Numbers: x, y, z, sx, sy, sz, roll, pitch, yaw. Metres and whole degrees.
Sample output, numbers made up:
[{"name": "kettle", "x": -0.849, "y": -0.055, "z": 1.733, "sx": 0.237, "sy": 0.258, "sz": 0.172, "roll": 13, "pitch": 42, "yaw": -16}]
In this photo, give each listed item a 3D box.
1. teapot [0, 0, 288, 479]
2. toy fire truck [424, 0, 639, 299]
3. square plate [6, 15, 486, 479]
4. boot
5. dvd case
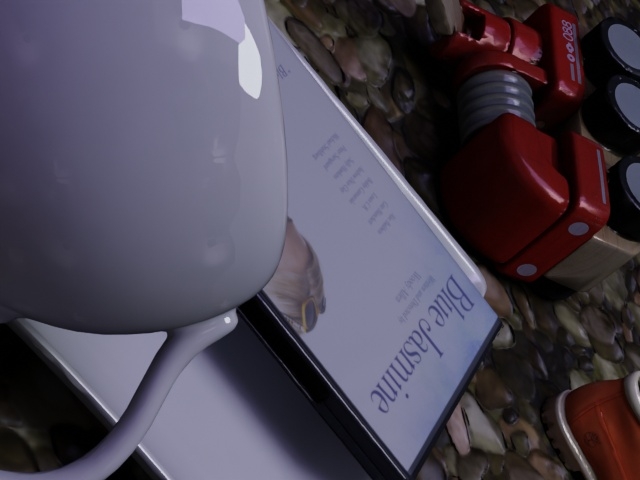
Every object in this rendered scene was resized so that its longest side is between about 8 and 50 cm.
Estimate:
[{"name": "teapot", "x": -0.129, "y": -0.063, "z": 0.682, "sx": 0.187, "sy": 0.252, "sz": 0.256, "roll": -12, "pitch": 46, "yaw": -13}, {"name": "toy fire truck", "x": 0.133, "y": -0.106, "z": 1.157, "sx": 0.246, "sy": 0.158, "sz": 0.217, "roll": 22, "pitch": 48, "yaw": -24}, {"name": "square plate", "x": -0.063, "y": 0.000, "z": 0.907, "sx": 0.344, "sy": 0.049, "sz": 0.347, "roll": 49, "pitch": 36, "yaw": -14}, {"name": "boot", "x": 0.229, "y": 0.163, "z": 1.111, "sx": 0.158, "sy": 0.085, "sz": 0.059, "roll": 56, "pitch": 33, "yaw": -6}, {"name": "dvd case", "x": 0.000, "y": 0.000, "z": 0.922, "sx": 0.253, "sy": 0.022, "sz": 0.180, "roll": 52, "pitch": 35, "yaw": -10}]
